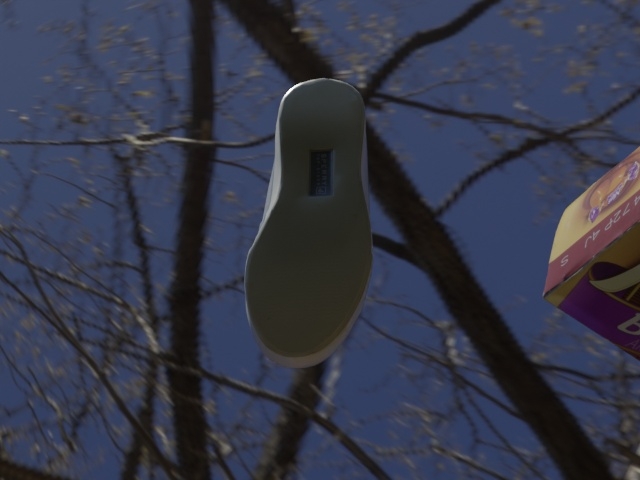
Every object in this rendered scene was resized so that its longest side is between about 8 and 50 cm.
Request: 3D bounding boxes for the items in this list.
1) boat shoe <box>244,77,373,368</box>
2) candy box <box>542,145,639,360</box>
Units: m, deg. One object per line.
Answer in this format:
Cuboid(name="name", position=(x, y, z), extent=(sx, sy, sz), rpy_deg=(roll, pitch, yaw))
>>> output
Cuboid(name="boat shoe", position=(-0.001, 0.000, 1.264), extent=(0.079, 0.081, 0.227), rpy_deg=(2, -129, 6))
Cuboid(name="candy box", position=(0.186, 0.026, 0.683), extent=(0.187, 0.109, 0.053), rpy_deg=(32, -132, -14))
